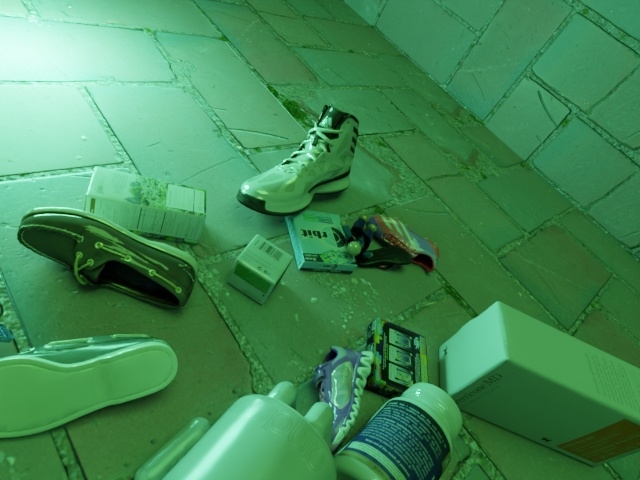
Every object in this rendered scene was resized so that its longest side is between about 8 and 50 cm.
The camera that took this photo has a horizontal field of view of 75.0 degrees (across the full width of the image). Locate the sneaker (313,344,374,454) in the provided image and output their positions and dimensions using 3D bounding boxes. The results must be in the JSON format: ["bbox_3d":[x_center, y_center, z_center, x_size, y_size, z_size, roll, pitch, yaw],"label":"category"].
[{"bbox_3d":[0.028,0.297,0.816,0.104,0.095,0.236,26,36,3],"label":"sneaker"}]

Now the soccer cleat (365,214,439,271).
[{"bbox_3d":[0.245,0.007,1.239,0.248,0.083,0.095,27,46,-10],"label":"soccer cleat"}]

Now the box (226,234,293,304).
[{"bbox_3d":[-0.135,0.065,0.934,0.101,0.087,0.102,33,41,0],"label":"box"}]

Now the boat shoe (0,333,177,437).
[{"bbox_3d":[-0.394,0.211,0.649,0.319,0.116,0.099,-5,10,-27],"label":"boat shoe"}]

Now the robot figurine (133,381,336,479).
[{"bbox_3d":[-0.113,0.361,0.572,0.299,0.200,0.353,17,34,26],"label":"robot figurine"}]

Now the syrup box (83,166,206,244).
[{"bbox_3d":[-0.376,-0.073,0.910,0.236,0.096,0.093,9,44,-24],"label":"syrup box"}]

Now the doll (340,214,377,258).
[{"bbox_3d":[0.103,-0.010,1.140,0.129,0.046,0.189,47,29,-8],"label":"doll"}]

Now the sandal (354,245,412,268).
[{"bbox_3d":[0.174,0.054,1.183,0.179,0.040,0.067,-3,45,-16],"label":"sandal"}]

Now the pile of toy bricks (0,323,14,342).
[{"bbox_3d":[-0.563,0.119,0.613,0.212,0.118,0.105,41,80,17],"label":"pile of toy bricks"}]

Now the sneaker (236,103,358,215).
[{"bbox_3d":[-0.045,-0.240,1.135,0.169,0.258,0.447,29,34,24],"label":"sneaker"}]

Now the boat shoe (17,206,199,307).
[{"bbox_3d":[-0.396,0.038,0.780,0.324,0.117,0.097,23,38,-20],"label":"boat shoe"}]

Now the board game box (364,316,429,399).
[{"bbox_3d":[0.175,0.277,0.952,0.141,0.048,0.170,26,41,-11],"label":"board game box"}]

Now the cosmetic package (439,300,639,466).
[{"bbox_3d":[0.533,0.344,0.973,0.453,0.230,0.162,25,42,-8],"label":"cosmetic package"}]

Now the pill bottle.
[{"bbox_3d":[0.142,0.381,0.749,0.264,0.153,0.153,-25,66,-44],"label":"pill bottle"}]

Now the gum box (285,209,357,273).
[{"bbox_3d":[0.000,0.000,1.117,0.156,0.041,0.184,7,48,-28],"label":"gum box"}]
